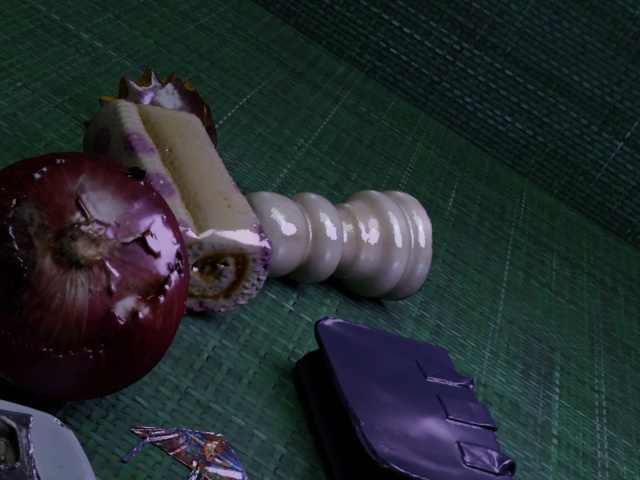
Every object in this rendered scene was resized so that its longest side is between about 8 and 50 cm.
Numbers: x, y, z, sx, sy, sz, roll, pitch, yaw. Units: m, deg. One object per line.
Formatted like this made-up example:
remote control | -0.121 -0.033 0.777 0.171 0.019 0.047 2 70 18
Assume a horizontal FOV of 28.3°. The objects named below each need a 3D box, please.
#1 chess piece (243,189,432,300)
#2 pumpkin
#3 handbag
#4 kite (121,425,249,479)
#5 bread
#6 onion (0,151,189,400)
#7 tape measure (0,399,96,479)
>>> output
chess piece | 0.000 0.000 1.949 0.330 0.182 0.182 4 35 -40
pumpkin | -0.228 -0.179 2.035 0.254 0.130 0.149 8 32 -49
handbag | 0.121 0.247 1.638 0.269 0.118 0.326 15 28 -23
kite | -0.130 0.252 1.422 0.183 0.010 0.160 33 22 0
bread | -0.208 -0.051 1.761 0.187 0.155 0.338 7 35 -32
onion | -0.275 0.040 1.380 0.276 0.276 0.276 28 22 -13
tape measure | -0.302 0.229 1.086 0.243 0.125 0.246 14 29 -39
